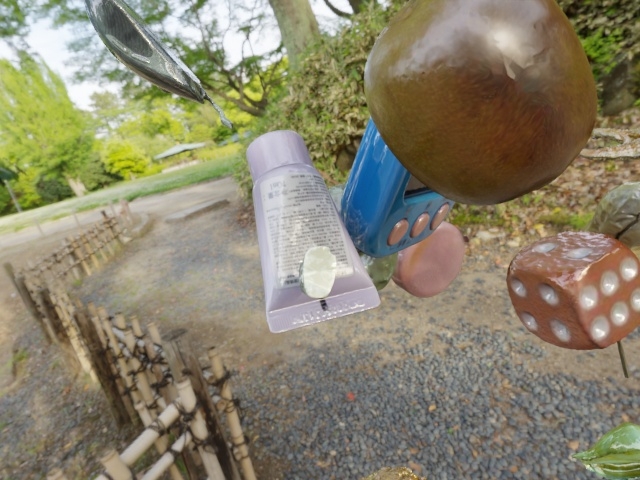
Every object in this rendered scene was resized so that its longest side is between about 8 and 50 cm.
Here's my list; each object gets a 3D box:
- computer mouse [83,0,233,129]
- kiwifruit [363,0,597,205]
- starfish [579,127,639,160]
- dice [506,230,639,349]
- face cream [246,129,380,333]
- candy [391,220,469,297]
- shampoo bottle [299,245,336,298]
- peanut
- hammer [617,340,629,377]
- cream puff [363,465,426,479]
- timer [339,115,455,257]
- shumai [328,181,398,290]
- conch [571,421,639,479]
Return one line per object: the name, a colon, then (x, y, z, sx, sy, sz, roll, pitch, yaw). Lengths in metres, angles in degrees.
computer mouse: (-0.331, -0.352, 0.891, 0.090, 0.379, 0.167, -44, 12, 8)
kiwifruit: (0.160, -0.141, 0.444, 0.196, 0.234, 0.196, -45, 15, 15)
starfish: (0.552, -0.144, 0.649, 0.303, 0.060, 0.299, 14, 38, 30)
dice: (0.484, 0.090, 0.843, 0.175, 0.173, 0.179, -25, 10, -10)
face cream: (-0.027, -0.019, 0.614, 0.154, 0.273, 0.096, -10, -22, -19)
candy: (0.324, 0.046, 1.323, 0.255, 0.255, 0.094, -22, 25, -21)
shampoo bottle: (-0.007, 0.037, 0.476, 0.034, 0.048, 0.141, -5, -6, -6)
peanut: (0.614, -0.019, 0.907, 0.130, 0.290, 0.130, -4, 56, 7)
hammer: (0.782, 0.242, 1.161, 0.058, 0.292, 0.029, -32, 18, -28)
cream puff: (0.235, 0.835, 1.265, 0.343, 0.326, 0.231, -5, -10, -42)
timer: (0.172, -0.131, 0.778, 0.115, 0.308, 0.340, 34, 30, 27)
shumai: (0.000, 0.000, 1.045, 0.264, 0.309, 0.304, 2, 30, -22)
conch: (0.607, 0.412, 0.861, 0.080, 0.095, 0.200, -10, -38, -49)
